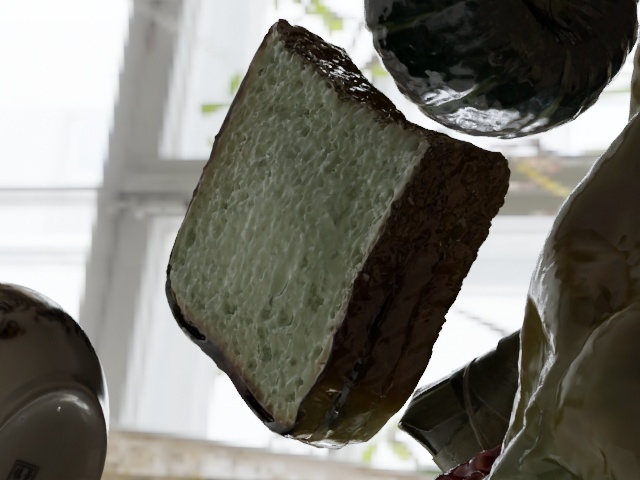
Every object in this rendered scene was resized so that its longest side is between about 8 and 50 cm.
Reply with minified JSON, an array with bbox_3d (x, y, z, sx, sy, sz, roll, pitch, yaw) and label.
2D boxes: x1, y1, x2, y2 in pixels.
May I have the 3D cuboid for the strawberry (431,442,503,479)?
[{"bbox_3d":[0.090,0.255,1.122,0.336,0.149,0.265,-100,16,-58],"label":"strawberry"}]

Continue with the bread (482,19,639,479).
[{"bbox_3d":[0.184,0.031,0.622,0.196,0.238,0.252,52,-132,-48],"label":"bread"}]

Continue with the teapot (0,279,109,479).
[{"bbox_3d":[-0.215,0.128,1.129,0.300,0.166,0.208,51,-127,-69],"label":"teapot"}]

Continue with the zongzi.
[{"bbox_3d":[0.169,0.144,1.445,0.160,0.176,0.078,49,-152,-9],"label":"zongzi"}]

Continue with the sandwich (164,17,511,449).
[{"bbox_3d":[0.000,0.000,1.486,0.099,0.301,0.271,14,-74,-33],"label":"sandwich"}]

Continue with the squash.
[{"bbox_3d":[0.155,-0.210,1.623,0.252,0.165,0.252,4,-98,-30],"label":"squash"}]
